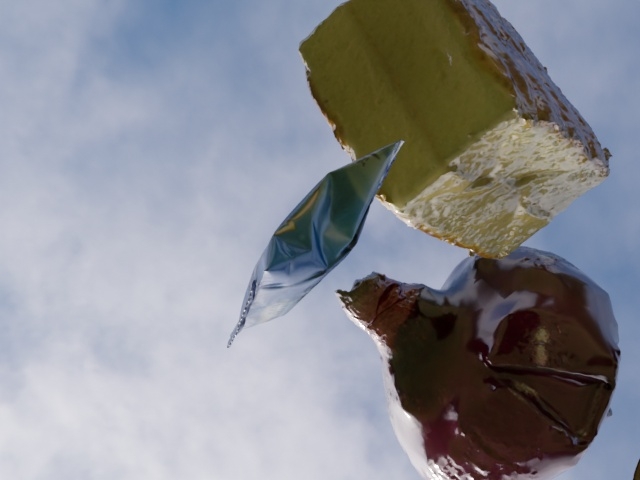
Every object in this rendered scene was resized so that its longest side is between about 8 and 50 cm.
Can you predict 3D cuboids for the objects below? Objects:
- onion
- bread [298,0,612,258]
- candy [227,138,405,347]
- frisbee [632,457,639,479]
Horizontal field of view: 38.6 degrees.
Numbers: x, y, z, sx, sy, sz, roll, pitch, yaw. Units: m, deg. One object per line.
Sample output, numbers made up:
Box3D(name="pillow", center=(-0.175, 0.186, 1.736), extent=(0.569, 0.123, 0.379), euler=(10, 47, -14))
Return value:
Box3D(name="onion", center=(0.199, 0.170, 1.347), extent=(0.420, 0.398, 0.399), euler=(19, -93, -10))
Box3D(name="bread", center=(0.155, -0.148, 1.055), extent=(0.207, 0.279, 0.279), euler=(-38, -117, 22))
Box3D(name="candy", center=(0.000, 0.000, 0.504), extent=(0.038, 0.088, 0.136), euler=(40, -118, 10))
Box3D(name="frisbee", center=(0.511, 0.340, 1.132), extent=(0.250, 0.021, 0.251), euler=(-1, -126, 1))
